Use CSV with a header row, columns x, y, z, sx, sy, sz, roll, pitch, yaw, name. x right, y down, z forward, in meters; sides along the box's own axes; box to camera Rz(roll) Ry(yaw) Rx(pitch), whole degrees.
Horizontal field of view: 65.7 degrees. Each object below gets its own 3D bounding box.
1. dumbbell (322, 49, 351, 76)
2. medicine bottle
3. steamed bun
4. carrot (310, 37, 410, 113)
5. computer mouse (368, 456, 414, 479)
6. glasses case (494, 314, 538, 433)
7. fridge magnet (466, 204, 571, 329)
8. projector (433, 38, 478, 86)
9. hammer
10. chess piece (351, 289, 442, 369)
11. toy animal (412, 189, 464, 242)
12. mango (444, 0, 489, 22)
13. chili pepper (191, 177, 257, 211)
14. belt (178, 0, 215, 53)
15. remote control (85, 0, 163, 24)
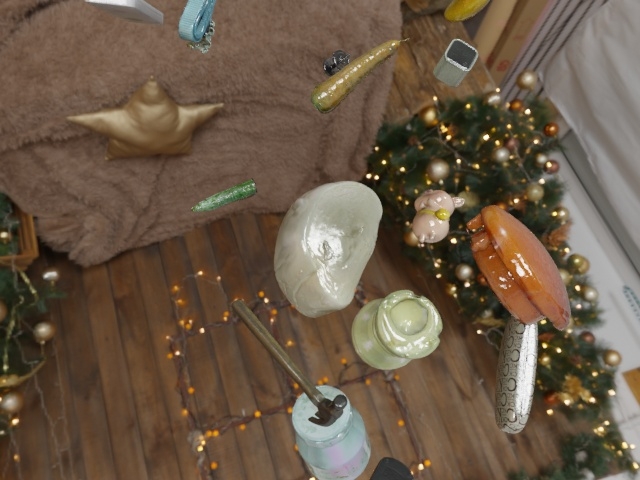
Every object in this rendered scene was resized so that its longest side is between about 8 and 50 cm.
x,y,z,sx,sy,sz,roll,pitch,yaw,name
0.053,-0.579,1.628,0.069,0.069,0.147,-5,175,-34,dumbbell
0.030,0.647,1.673,0.245,0.245,0.289,-19,132,-1,medicine bottle
-0.004,0.001,1.358,0.236,0.383,0.247,30,154,-20,steamed bun
0.102,-0.442,1.296,0.298,0.078,0.078,-35,156,11,carrot
0.212,0.865,1.678,0.270,0.138,0.086,-37,145,-47,computer mouse
0.567,0.374,1.438,0.085,0.354,0.137,15,158,3,glasses case
0.516,0.071,1.284,0.155,0.363,0.364,-36,155,23,fridge magnet
0.371,-0.487,1.366,0.083,0.083,0.082,-60,-179,-18,projector
-0.101,0.324,1.368,0.044,0.440,0.168,-26,152,-38,hammer
0.226,0.272,1.493,0.234,0.234,0.442,-17,167,-8,chess piece
0.420,-0.090,1.837,0.165,0.248,0.149,-3,129,36,toy animal
0.424,-0.686,1.412,0.076,0.103,0.161,24,138,-33,mango
-0.325,-0.143,1.665,0.227,0.059,0.088,-23,-175,-16,chili pepper
-0.287,-0.563,1.213,0.065,0.179,0.100,22,-179,10,belt
-0.430,-0.517,1.107,0.103,0.034,0.250,5,-165,-3,remote control
